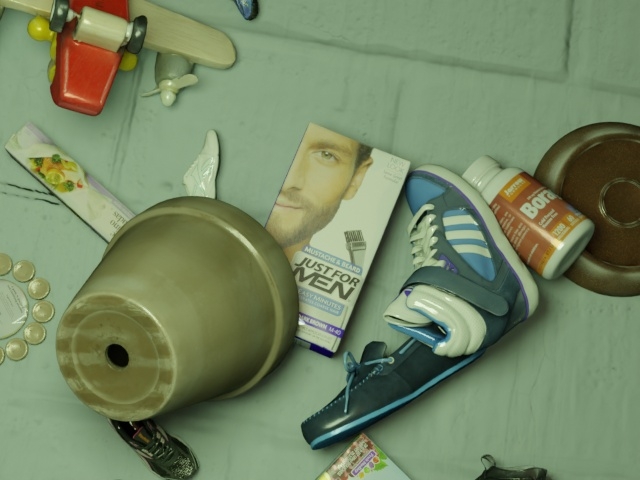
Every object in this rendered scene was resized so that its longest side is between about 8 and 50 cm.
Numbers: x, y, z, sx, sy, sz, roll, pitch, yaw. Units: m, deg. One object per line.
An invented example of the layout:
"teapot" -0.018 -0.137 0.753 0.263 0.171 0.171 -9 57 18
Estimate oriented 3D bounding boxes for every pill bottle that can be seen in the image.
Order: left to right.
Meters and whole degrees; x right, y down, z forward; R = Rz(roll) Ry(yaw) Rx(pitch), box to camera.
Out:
"pill bottle" 0.330 -0.043 1.770 0.216 0.121 0.121 40 79 21

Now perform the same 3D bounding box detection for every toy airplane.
"toy airplane" -0.382 -0.360 1.753 0.386 0.272 0.384 42 41 13

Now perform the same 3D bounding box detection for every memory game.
"memory game" -0.526 0.111 1.751 0.186 0.012 0.186 1 79 -3

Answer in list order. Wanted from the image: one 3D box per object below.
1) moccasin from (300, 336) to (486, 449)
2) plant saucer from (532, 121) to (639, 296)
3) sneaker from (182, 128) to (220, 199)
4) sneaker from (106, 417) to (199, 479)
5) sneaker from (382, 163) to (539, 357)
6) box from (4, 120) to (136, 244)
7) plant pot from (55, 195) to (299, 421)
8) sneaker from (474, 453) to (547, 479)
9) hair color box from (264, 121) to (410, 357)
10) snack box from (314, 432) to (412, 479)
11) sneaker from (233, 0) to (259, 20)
"moccasin" 0.105 0.214 1.730 0.342 0.138 0.117 -27 77 -23
"plant saucer" 0.513 -0.060 1.838 0.310 0.050 0.311 1 78 -3
"sneaker" -0.199 -0.114 1.797 0.061 0.054 0.152 6 79 0
"sneaker" -0.273 0.317 1.695 0.178 0.077 0.072 36 80 3
"sneaker" 0.173 0.035 1.701 0.236 0.130 0.323 -23 67 -31
"box" -0.379 -0.064 1.769 0.324 0.067 0.063 41 80 4
"plant pot" -0.227 0.123 1.568 0.323 0.280 0.323 6 108 18
"sneaker" 0.348 0.442 1.699 0.268 0.101 0.153 26 81 4
"hair color box" 0.000 0.000 1.762 0.185 0.110 0.339 22 77 2
"snack box" 0.055 0.437 1.698 0.174 0.070 0.207 45 81 5
"sneaker" -0.186 -0.460 1.861 0.087 0.083 0.221 -39 78 3
